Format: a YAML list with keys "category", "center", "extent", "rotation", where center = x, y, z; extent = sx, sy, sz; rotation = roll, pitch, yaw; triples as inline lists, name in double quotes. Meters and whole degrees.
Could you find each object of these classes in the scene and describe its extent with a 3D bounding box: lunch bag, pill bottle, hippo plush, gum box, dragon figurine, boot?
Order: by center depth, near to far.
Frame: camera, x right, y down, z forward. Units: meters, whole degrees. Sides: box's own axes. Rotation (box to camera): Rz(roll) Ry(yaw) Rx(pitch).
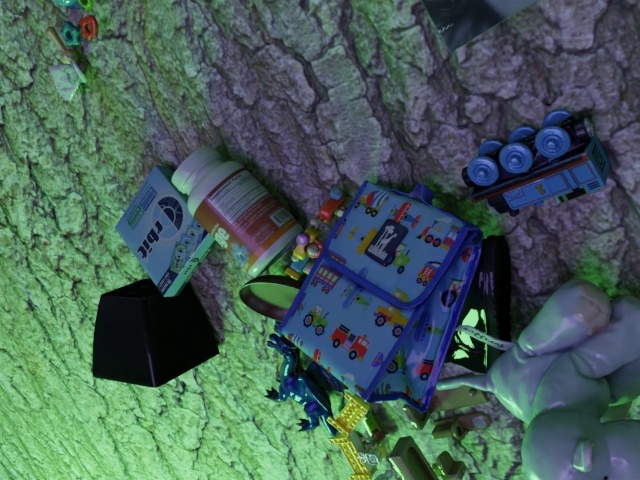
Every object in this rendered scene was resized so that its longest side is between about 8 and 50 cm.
- category: "hippo plush"
  center: [0.324, 0.201, 0.855]
  extent: [0.294, 0.236, 0.234]
  rotation: [9, 122, -2]
- category: "lunch bag"
  center: [0.101, 0.059, 0.988]
  extent: [0.221, 0.138, 0.293]
  rotation: [29, 96, 49]
- category: "boot"
  center: [0.179, 0.097, 1.038]
  extent: [0.207, 0.094, 0.247]
  rotation: [7, 124, 27]
- category: "pill bottle"
  center: [-0.143, -0.053, 1.146]
  extent: [0.216, 0.121, 0.121]
  rotation: [45, 131, 4]
- category: "gum box"
  center: [-0.280, -0.018, 1.241]
  extent: [0.184, 0.041, 0.157]
  rotation: [48, 112, 24]
- category: "dragon figurine"
  center: [-0.008, 0.278, 1.267]
  extent: [0.289, 0.085, 0.144]
  rotation: [44, 131, 6]

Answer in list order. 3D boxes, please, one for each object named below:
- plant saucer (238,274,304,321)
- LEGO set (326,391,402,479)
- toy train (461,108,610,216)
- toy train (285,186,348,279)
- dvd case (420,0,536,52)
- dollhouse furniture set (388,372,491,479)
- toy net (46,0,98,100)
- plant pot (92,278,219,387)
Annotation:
- category: "plant saucer"
  center: [-0.059, 0.102, 1.195]
  extent: [0.168, 0.029, 0.168]
  rotation: [12, 152, 6]
- category: "LEGO set"
  center: [0.092, 0.317, 1.205]
  extent: [0.132, 0.107, 0.287]
  rotation: [8, 120, 33]
- category: "toy train"
  center: [0.274, -0.092, 0.884]
  extent: [0.184, 0.080, 0.105]
  rotation: [-23, 107, 39]
- category: "toy train"
  center: [0.000, 0.000, 1.091]
  extent: [0.046, 0.125, 0.166]
  rotation: [33, 136, 9]
- category: "dvd case"
  center: [0.202, -0.336, 0.756]
  extent: [0.221, 0.018, 0.164]
  rotation: [-28, 115, 19]
- category: "dollhouse furniture set"
  center: [0.208, 0.329, 1.113]
  extent: [0.123, 0.151, 0.144]
  rotation: [-24, 102, 39]
- category: "toy net"
  center: [-0.432, -0.356, 1.218]
  extent: [0.122, 0.045, 0.232]
  rotation: [25, 128, 17]
- category: "plant pot"
  center: [-0.340, 0.173, 1.372]
  extent: [0.188, 0.187, 0.167]
  rotation: [2, 104, 33]
